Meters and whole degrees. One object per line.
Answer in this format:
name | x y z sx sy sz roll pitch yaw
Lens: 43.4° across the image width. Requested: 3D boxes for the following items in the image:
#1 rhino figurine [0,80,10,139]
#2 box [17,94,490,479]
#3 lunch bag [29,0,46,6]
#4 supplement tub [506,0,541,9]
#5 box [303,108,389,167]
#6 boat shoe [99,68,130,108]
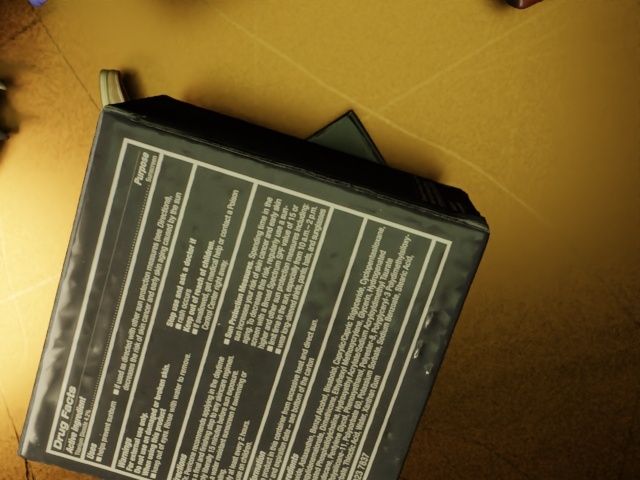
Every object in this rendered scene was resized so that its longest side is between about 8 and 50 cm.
rhino figurine | -0.389 -0.077 0.761 0.243 0.073 0.106 -34 96 8
box | -0.054 0.060 0.682 0.294 0.182 0.296 18 103 -2
lunch bag | -0.146 -0.385 0.477 0.385 0.239 0.328 -43 116 0
supplement tub | 0.235 -0.283 0.675 0.198 0.106 0.106 -25 102 7
box | 0.000 0.000 0.781 0.191 0.045 0.184 -31 103 9
boat shoe | -0.171 -0.100 0.763 0.045 0.050 0.135 -14 113 2
